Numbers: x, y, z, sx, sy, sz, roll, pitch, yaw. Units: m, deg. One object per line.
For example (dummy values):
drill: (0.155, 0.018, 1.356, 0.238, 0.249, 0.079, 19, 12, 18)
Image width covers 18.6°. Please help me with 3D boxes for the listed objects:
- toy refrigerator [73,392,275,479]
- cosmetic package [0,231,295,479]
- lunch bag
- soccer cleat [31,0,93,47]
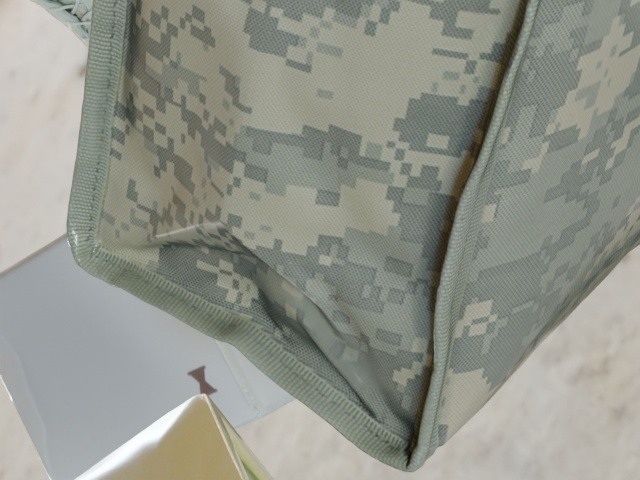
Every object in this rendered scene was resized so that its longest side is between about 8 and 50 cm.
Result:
toy refrigerator: (-0.024, 0.175, 0.789, 0.094, 0.102, 0.269, -35, 27, 1)
cosmetic package: (0.000, 0.000, 1.401, 0.230, 0.161, 0.453, -26, 1, 45)
lunch bag: (0.056, -0.115, 0.600, 0.235, 0.169, 0.287, -38, -29, -42)
soccer cleat: (-0.138, -0.149, 1.256, 0.068, 0.196, 0.076, -1, 75, 48)
